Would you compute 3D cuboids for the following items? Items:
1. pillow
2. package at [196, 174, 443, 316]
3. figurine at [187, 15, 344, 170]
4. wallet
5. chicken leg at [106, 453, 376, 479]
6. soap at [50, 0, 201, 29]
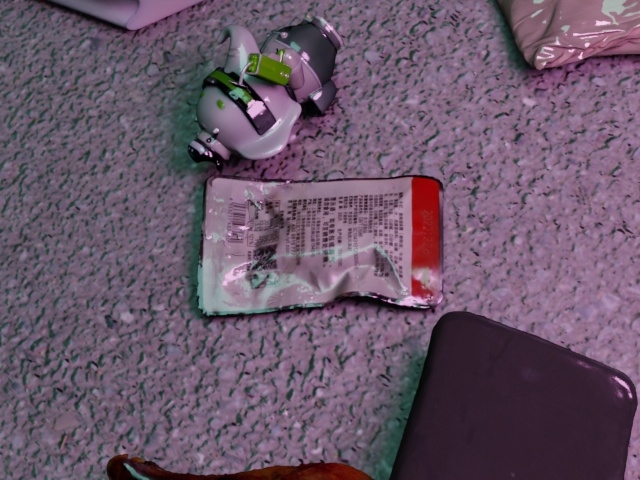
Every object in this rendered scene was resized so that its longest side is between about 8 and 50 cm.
[{"bbox_3d":[0.314,-0.244,1.305,0.270,0.067,0.173,-7,56,4],"label":"pillow"},{"bbox_3d":[0.000,0.000,1.238,0.239,0.030,0.154,-2,61,7],"label":"package"},{"bbox_3d":[-0.061,-0.148,1.283,0.192,0.126,0.147,-49,31,-11],"label":"figurine"},{"bbox_3d":[0.142,0.226,1.006,0.197,0.051,0.377,23,47,1],"label":"wallet"},{"bbox_3d":[-0.002,0.263,1.067,0.407,0.096,0.158,28,87,22],"label":"chicken leg"},{"bbox_3d":[-0.242,-0.341,1.420,0.289,0.095,0.173,22,66,18],"label":"soap"}]
